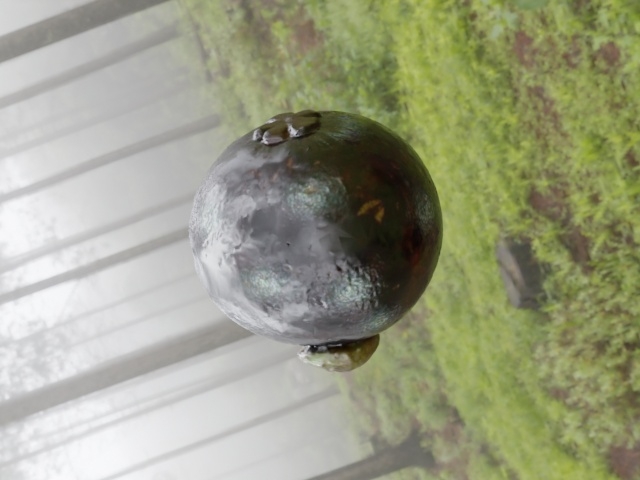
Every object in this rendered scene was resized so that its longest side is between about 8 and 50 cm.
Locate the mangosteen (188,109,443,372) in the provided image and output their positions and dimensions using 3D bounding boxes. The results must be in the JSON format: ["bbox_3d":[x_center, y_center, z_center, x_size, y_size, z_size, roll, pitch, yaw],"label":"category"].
[{"bbox_3d":[0.000,0.000,0.938,0.288,0.288,0.288,-20,-90,-88],"label":"mangosteen"}]
